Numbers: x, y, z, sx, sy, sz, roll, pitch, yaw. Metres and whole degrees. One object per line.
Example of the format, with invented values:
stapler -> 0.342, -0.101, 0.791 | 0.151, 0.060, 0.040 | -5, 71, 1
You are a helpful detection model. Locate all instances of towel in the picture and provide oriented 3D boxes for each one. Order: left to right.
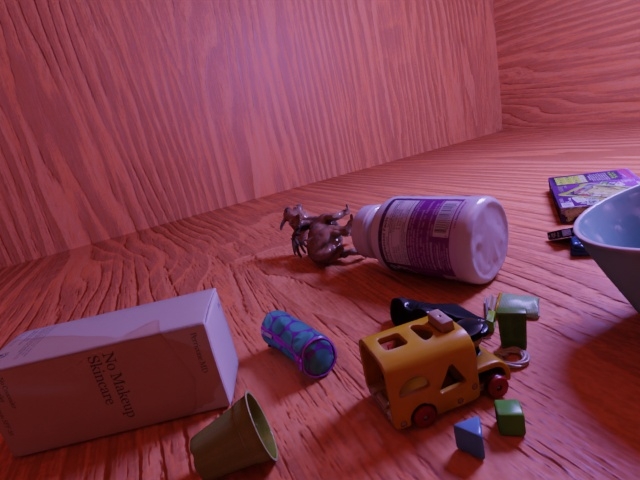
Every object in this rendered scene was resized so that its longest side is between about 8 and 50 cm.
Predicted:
towel -> 0.557, 0.006, 0.806 | 0.119, 0.029, 0.067 | -3, 17, 29

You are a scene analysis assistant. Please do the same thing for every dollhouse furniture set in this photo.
dollhouse furniture set -> 0.292, 0.099, 0.631 | 0.076, 0.059, 0.151 | -3, 19, 29

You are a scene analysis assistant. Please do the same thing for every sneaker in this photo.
sneaker -> 0.181, 0.123, 0.652 | 0.089, 0.051, 0.170 | 3, -1, -13

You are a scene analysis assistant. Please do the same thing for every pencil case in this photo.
pencil case -> -0.040, 0.161, 0.656 | 0.070, 0.065, 0.151 | -3, 9, -32

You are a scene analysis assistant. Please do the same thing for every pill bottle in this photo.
pill bottle -> 0.214, -0.011, 0.868 | 0.169, 0.169, 0.301 | -25, 20, -37

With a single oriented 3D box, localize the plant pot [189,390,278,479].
plant pot -> -0.101, 0.228, 0.468 | 0.079, 0.083, 0.083 | -26, 18, -7

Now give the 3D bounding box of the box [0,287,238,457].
box -> -0.293, 0.188, 0.611 | 0.310, 0.148, 0.121 | -14, 17, -2

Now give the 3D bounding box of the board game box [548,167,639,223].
board game box -> 0.735, -0.124, 1.094 | 0.208, 0.056, 0.347 | -8, 16, 28

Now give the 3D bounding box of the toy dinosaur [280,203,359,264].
toy dinosaur -> 0.000, 0.000, 1.095 | 0.200, 0.127, 0.296 | -19, 28, 1

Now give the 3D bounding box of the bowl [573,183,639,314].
bowl -> 0.508, 0.016, 0.506 | 0.311, 0.163, 0.311 | -24, 9, 4

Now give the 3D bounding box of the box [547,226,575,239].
box -> 0.541, -0.019, 0.880 | 0.083, 0.018, 0.067 | -10, -6, 7

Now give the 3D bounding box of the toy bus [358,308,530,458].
toy bus -> 0.149, 0.141, 0.512 | 0.190, 0.105, 0.202 | -2, 19, 30
